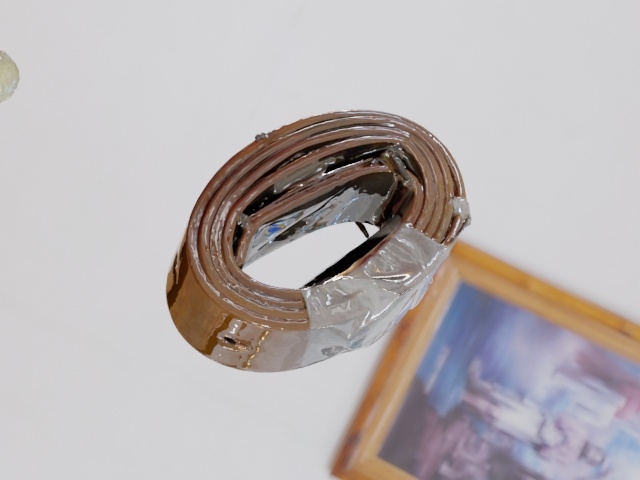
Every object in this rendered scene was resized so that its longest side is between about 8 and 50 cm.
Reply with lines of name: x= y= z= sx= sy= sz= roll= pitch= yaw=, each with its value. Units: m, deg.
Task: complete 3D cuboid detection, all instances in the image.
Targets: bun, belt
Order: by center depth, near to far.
belt: x=0.000 y=0.000 z=1.087 sx=0.261 sy=0.184 sz=0.105 roll=-25 pitch=159 yaw=-31
bun: x=-0.463 y=-0.214 z=1.843 sx=0.115 sy=0.115 sz=0.069 roll=-48 pitch=123 yaw=-57
